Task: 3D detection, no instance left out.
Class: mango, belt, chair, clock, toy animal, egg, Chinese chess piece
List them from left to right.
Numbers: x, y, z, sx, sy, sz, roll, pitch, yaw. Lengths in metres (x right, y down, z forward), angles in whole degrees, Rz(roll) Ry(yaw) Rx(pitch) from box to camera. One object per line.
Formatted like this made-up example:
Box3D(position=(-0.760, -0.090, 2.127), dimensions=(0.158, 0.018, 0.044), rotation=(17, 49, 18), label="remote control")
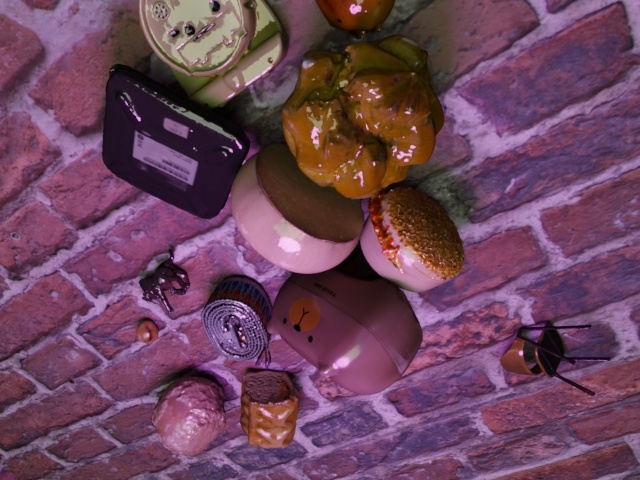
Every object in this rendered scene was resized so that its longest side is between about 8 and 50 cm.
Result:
Box3D(position=(-0.616, 0.324, 1.482), dimensions=(0.071, 0.071, 0.083), rotation=(0, 102, 7), label="egg")
Box3D(position=(-0.506, 0.138, 1.352), dimensions=(0.148, 0.084, 0.232), rotation=(33, 122, -11), label="toy animal")
Box3D(position=(-0.480, 0.646, 1.545), dimensions=(0.279, 0.279, 0.310), rotation=(8, 127, 2), label="egg")
Box3D(position=(-0.267, -0.495, 0.935), dimensions=(0.286, 0.117, 0.348), rotation=(-27, 113, 20), label="clock")
Box3D(position=(-0.265, 0.275, 1.356), dimensions=(0.207, 0.160, 0.295), rotation=(-2, 119, 8), label="belt")
Box3D(position=(-0.050, -0.082, 1.020), dimensions=(0.338, 0.338, 0.140), rotation=(36, 128, -13), label="Chinese chess piece")
Box3D(position=(0.059, -0.563, 0.838), dimensions=(0.201, 0.152, 0.287), rotation=(-12, 116, 23), label="mango")
Box3D(position=(0.711, 0.354, 1.293), dimensions=(0.159, 0.172, 0.247), rotation=(51, 157, -21), label="chair")

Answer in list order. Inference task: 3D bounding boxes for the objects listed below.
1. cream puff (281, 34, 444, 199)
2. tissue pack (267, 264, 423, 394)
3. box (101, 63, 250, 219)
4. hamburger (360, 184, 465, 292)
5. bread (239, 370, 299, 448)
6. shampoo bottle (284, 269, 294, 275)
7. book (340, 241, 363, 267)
Box3D(position=(0.106, -0.263, 0.893), dimensions=(0.378, 0.275, 0.378), rotation=(-8, 111, -22), label="cream puff")
Box3D(position=(0.052, 0.227, 1.113), dimensions=(0.277, 0.387, 0.267), rotation=(-47, 128, -15), label="tissue pack")
Box3D(position=(-0.379, -0.227, 1.058), dimensions=(0.359, 0.091, 0.350), rotation=(27, 142, -10), label="box")
Box3D(position=(0.241, -0.008, 1.066), dimensions=(0.294, 0.276, 0.179), rotation=(19, 134, -26), label="hamburger")
Box3D(position=(-0.191, 0.611, 1.523), dimensions=(0.196, 0.238, 0.252), rotation=(-13, 117, -26), label="bread")
Box3D(position=(-0.073, 0.096, 1.298), dimensions=(0.191, 0.041, 0.069), rotation=(38, 122, -14), label="shampoo bottle")
Box3D(position=(0.000, 0.001, 1.243), dimensions=(0.231, 0.026, 0.157), rotation=(40, 117, -16), label="book")
